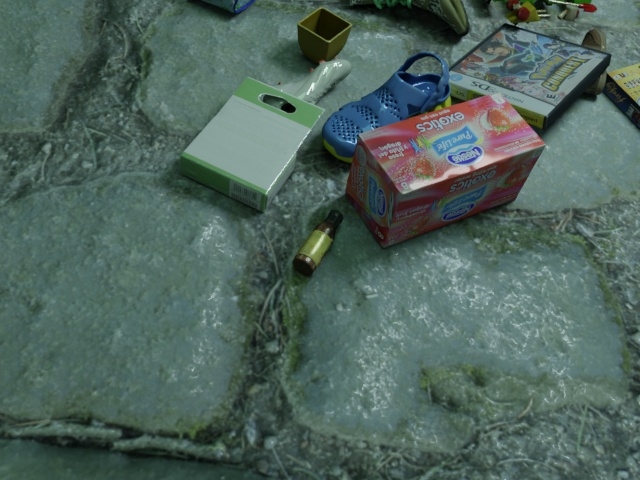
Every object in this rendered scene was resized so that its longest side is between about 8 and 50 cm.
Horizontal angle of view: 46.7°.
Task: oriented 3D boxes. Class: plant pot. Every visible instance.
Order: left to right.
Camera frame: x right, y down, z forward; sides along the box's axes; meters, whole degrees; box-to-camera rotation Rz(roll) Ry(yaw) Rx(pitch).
[{"bbox_3d":[0.004,-0.404,1.495,0.081,0.083,0.081,35,57,17],"label":"plant pot"}]

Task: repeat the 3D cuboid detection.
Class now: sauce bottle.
[{"bbox_3d":[0.000,0.000,1.223,0.042,0.042,0.128,27,56,11],"label":"sauce bottle"}]

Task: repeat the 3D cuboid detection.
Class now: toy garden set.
[{"bbox_3d":[0.494,-0.530,1.668,0.244,0.049,0.204,-1,37,-13],"label":"toy garden set"}]

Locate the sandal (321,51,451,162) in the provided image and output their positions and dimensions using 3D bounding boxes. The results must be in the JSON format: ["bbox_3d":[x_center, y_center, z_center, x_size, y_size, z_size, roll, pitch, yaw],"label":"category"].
[{"bbox_3d":[0.129,-0.257,1.376,0.317,0.138,0.126,-36,68,-27],"label":"sandal"}]

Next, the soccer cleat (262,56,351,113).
[{"bbox_3d":[-0.017,-0.287,1.422,0.196,0.068,0.076,-27,67,-17],"label":"soccer cleat"}]

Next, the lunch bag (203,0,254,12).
[{"bbox_3d":[-0.192,-0.563,1.582,0.128,0.096,0.151,25,40,13],"label":"lunch bag"}]

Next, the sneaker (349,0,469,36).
[{"bbox_3d":[0.151,-0.564,1.628,0.410,0.158,0.182,44,102,7],"label":"sneaker"}]

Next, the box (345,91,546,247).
[{"bbox_3d":[0.211,-0.123,1.280,0.300,0.154,0.142,-19,59,-23],"label":"box"}]

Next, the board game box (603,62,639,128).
[{"bbox_3d":[0.738,-0.316,1.568,0.243,0.042,0.165,-18,59,-20],"label":"board game box"}]

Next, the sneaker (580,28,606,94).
[{"bbox_3d":[0.566,-0.390,1.582,0.071,0.066,0.188,9,52,2],"label":"sneaker"}]

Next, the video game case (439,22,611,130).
[{"bbox_3d":[0.412,-0.342,1.505,0.248,0.035,0.275,28,54,30],"label":"video game case"}]

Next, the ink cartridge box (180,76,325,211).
[{"bbox_3d":[-0.118,-0.178,1.327,0.171,0.056,0.235,25,54,10],"label":"ink cartridge box"}]
